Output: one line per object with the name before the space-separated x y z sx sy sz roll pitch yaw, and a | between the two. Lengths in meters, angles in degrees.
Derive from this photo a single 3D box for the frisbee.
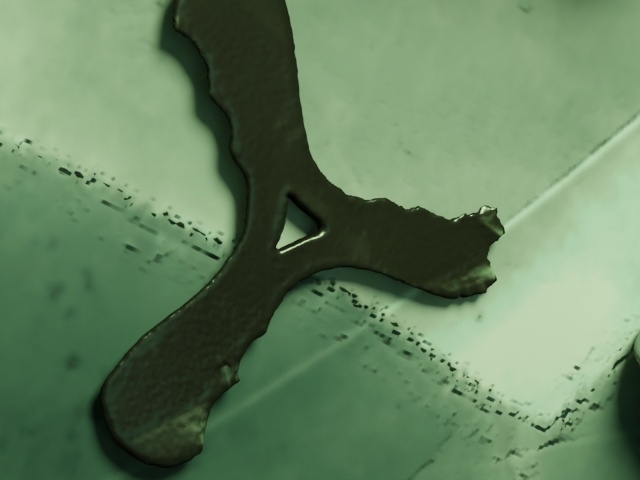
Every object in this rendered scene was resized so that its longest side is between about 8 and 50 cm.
frisbee | 0.000 0.000 0.732 0.187 0.012 0.211 13 92 -31

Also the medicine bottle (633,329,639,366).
medicine bottle | 0.192 0.076 0.824 0.058 0.058 0.091 -39 115 -18
